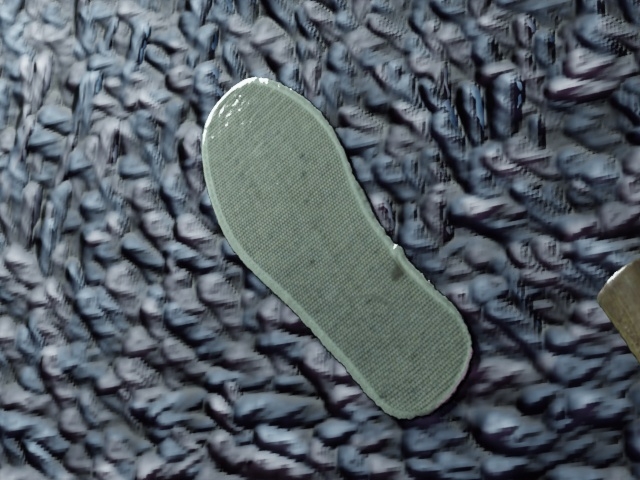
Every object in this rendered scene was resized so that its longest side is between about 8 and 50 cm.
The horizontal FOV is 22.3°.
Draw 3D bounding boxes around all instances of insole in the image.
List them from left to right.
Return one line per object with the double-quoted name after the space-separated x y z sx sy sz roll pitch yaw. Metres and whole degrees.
0.000 0.000 0.795 0.080 0.003 0.232 -43 52 9 "insole"

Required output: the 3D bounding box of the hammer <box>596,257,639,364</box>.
0.198 0.146 0.583 0.111 0.043 0.365 -38 51 14 "hammer"
